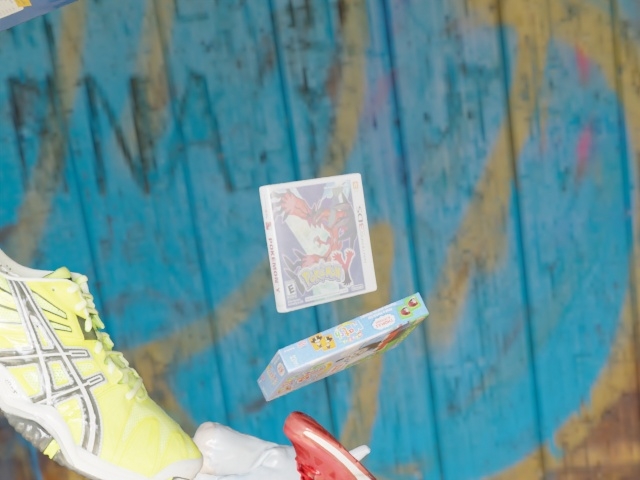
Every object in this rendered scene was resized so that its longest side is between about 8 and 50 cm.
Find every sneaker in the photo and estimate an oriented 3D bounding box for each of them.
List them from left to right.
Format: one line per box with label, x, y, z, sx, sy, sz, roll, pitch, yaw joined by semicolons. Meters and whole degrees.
sneaker;-0.269;0.117;1.342;0.147;0.385;0.145;-52;8;4
sneaker;-0.003;0.317;1.644;0.128;0.221;0.087;-46;34;-5

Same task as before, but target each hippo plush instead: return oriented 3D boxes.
hippo plush;-0.104;0.432;1.960;0.294;0.234;0.236;12;59;-8

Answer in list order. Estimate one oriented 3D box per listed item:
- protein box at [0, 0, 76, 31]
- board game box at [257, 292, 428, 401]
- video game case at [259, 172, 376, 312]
protein box;-0.390;-0.332;1.413;0.201;0.136;0.200;-20;-25;7
board game box;0.028;0.146;1.764;0.211;0.039;0.160;-20;-15;-19
video game case;0.000;0.000;1.922;0.023;0.183;0.201;-6;3;45
